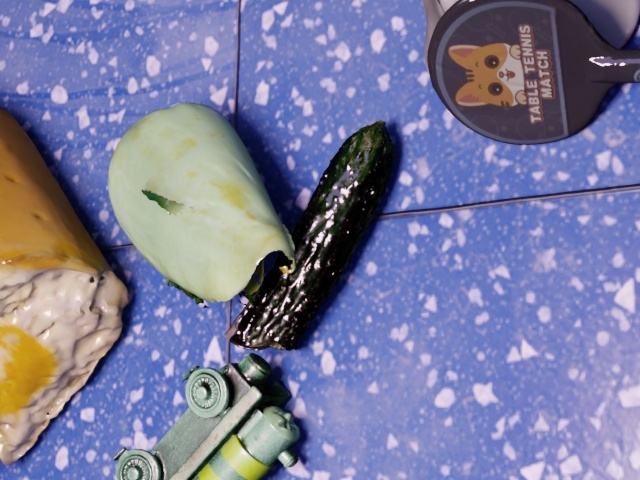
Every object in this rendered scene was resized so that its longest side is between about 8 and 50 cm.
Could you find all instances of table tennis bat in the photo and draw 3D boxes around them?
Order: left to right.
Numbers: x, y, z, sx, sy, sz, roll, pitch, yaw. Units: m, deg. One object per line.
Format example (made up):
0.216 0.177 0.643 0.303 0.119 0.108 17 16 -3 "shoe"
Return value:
0.204 -0.145 1.412 0.236 0.027 0.150 2 125 20 "table tennis bat"

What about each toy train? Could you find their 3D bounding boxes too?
-0.099 0.203 1.568 0.132 0.083 0.200 47 108 21 "toy train"

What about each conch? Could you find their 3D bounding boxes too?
-0.112 -0.019 1.580 0.143 0.137 0.250 -34 61 6 "conch"

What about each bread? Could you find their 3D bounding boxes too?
-0.434 0.032 1.731 0.361 0.250 0.394 -47 57 17 "bread"

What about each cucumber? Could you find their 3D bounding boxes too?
0.002 0.002 1.544 0.067 0.067 0.245 38 102 35 "cucumber"

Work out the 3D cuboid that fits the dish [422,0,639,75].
0.161 -0.224 1.466 0.229 0.081 0.229 -8 75 33 "dish"
